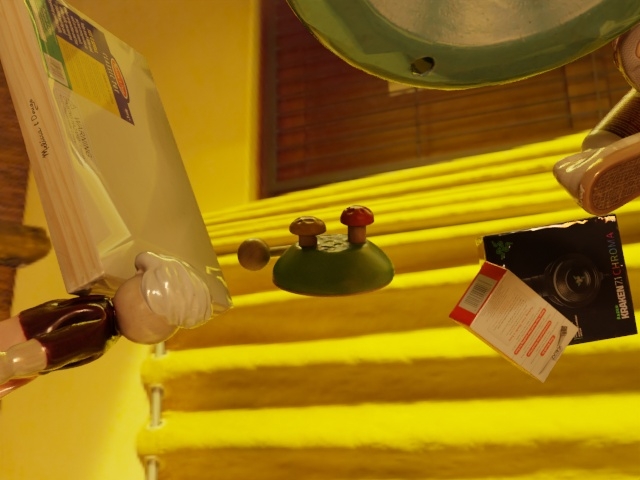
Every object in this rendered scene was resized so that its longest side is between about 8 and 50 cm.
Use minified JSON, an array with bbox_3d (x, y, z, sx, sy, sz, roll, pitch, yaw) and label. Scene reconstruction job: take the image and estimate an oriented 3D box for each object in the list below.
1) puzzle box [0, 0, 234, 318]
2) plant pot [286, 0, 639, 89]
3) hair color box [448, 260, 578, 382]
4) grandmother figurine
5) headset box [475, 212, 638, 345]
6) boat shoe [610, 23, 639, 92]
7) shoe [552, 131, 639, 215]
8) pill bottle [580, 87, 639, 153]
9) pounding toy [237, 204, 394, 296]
[{"bbox_3d":[-0.251,-0.106,0.959,0.272,0.052,0.408,27,-143,-64],"label":"puzzle box"},{"bbox_3d":[0.047,-0.215,0.339,0.271,0.272,0.255,57,-162,-52],"label":"plant pot"},{"bbox_3d":[0.263,0.111,1.074,0.167,0.053,0.093,37,-95,-27],"label":"hair color box"},{"bbox_3d":[-0.267,0.099,0.743,0.208,0.343,0.104,-139,32,-66],"label":"grandmother figurine"},{"bbox_3d":[0.461,0.089,1.607,0.131,0.283,0.246,31,-130,-86],"label":"headset box"},{"bbox_3d":[0.490,-0.197,0.926,0.116,0.325,0.123,-95,25,-66],"label":"boat shoe"},{"bbox_3d":[0.322,-0.080,0.758,0.058,0.219,0.076,-140,40,-58],"label":"shoe"},{"bbox_3d":[0.407,-0.133,1.059,0.152,0.086,0.086,-43,-43,-16],"label":"pill bottle"},{"bbox_3d":[0.000,0.000,1.189,0.183,0.237,0.110,-14,-71,-40],"label":"pounding toy"}]
